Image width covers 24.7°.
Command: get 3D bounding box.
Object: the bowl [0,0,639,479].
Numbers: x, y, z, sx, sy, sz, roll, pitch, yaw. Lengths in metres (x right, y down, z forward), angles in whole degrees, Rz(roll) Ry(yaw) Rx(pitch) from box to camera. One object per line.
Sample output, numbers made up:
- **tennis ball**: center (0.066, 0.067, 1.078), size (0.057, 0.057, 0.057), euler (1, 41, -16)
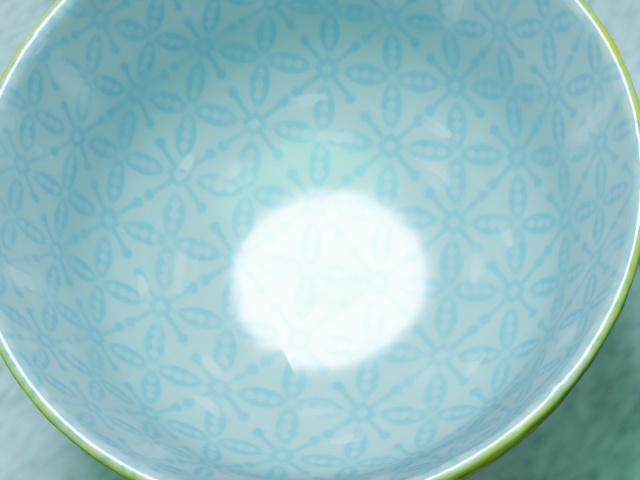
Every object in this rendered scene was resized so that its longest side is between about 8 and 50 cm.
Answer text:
- **bowl**: center (0.000, 0.000, 0.680), size (0.290, 0.156, 0.289), euler (-2, 68, 6)
